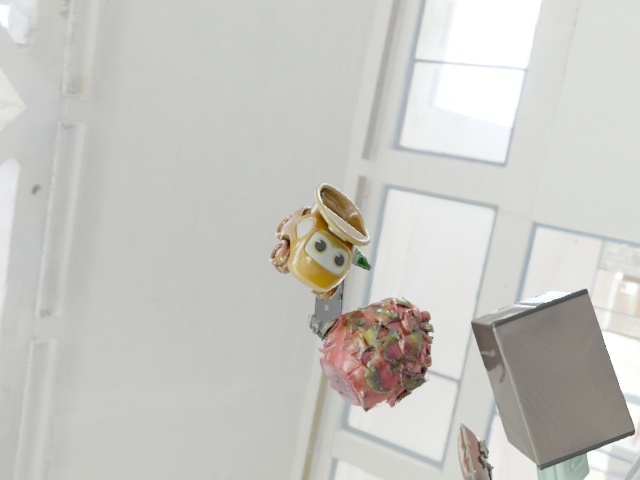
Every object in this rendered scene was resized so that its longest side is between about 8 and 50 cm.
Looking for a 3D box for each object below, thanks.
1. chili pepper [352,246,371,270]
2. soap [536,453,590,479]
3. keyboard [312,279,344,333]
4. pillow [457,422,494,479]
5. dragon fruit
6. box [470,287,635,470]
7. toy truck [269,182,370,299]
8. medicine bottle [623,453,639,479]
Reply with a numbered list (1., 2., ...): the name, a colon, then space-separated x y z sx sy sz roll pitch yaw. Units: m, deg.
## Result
1. chili pepper: 0.101 0.048 2.096 0.059 0.227 0.088 -38 -50 -13
2. soap: 0.498 0.415 1.325 0.119 0.066 0.198 -20 -77 -38
3. keyboard: 0.031 0.131 1.957 0.027 0.106 0.317 29 -117 -56
4. pillow: 0.397 0.576 1.601 0.171 0.075 0.179 -83 -26 -53
5. dragon fruit: 0.145 0.263 1.583 0.291 0.269 0.250 -40 -60 -22
6. box: 0.397 0.231 1.116 0.153 0.188 0.253 109 141 -87
7. toy truck: 0.000 0.000 1.727 0.204 0.211 0.288 36 -153 -20
8. medicine bottle: 0.816 0.566 1.444 0.208 0.208 0.340 -32 -36 -52
